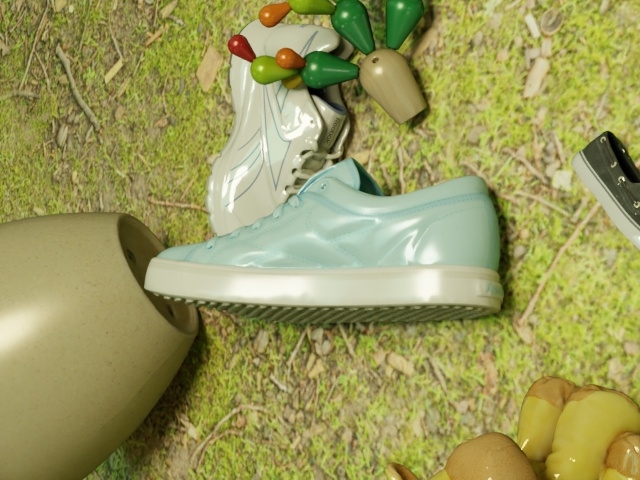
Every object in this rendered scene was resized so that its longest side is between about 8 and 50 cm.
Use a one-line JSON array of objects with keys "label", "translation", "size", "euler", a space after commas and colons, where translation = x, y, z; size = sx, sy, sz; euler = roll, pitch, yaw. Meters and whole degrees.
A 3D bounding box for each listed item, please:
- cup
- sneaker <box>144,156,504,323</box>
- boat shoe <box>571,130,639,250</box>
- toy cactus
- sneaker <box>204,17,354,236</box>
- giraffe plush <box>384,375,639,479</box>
[{"label": "cup", "translation": [-0.286, 0.098, 1.182], "size": [0.237, 0.331, 0.331], "euler": [-30, 60, 10]}, {"label": "sneaker", "translation": [0.000, 0.000, 0.975], "size": [0.366, 0.135, 0.150], "euler": [-1, 76, 23]}, {"label": "boat shoe", "translation": [0.251, -0.032, 0.799], "size": [0.040, 0.049, 0.142], "euler": [-52, 49, 27]}, {"label": "toy cactus", "translation": [0.037, -0.194, 0.993], "size": [0.219, 0.112, 0.180], "euler": [-34, 94, -3]}, {"label": "sneaker", "translation": [-0.038, -0.094, 1.070], "size": [0.129, 0.111, 0.297], "euler": [5, 91, 37]}, {"label": "giraffe plush", "translation": [0.143, 0.203, 0.762], "size": [0.181, 0.171, 0.210], "euler": [6, 83, 62]}]
